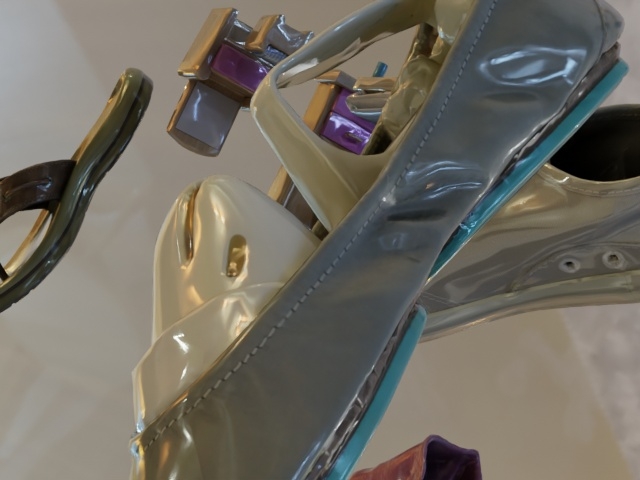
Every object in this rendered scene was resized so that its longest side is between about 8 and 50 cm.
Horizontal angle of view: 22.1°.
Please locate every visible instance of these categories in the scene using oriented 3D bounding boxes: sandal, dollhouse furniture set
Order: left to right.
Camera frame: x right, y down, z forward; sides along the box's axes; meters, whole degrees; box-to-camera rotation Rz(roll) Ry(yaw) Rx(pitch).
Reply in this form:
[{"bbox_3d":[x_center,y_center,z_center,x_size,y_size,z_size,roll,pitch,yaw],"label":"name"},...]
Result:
[{"bbox_3d":[-0.262,-0.045,1.535,0.086,0.302,0.120,35,-21,-17],"label":"sandal"},{"bbox_3d":[0.038,-0.046,1.377,0.286,0.198,0.303,27,-6,-26],"label":"dollhouse furniture set"}]

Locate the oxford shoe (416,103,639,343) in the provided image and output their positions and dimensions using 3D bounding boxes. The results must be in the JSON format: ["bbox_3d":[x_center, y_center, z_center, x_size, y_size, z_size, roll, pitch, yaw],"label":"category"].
[{"bbox_3d":[0.118,-0.016,1.192,0.449,0.169,0.130,-12,-63,29],"label":"oxford shoe"}]

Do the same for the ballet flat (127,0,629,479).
[{"bbox_3d":[0.000,0.000,0.369,0.068,0.213,0.072,41,-37,-3],"label":"ballet flat"}]

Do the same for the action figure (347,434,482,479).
[{"bbox_3d":[0.003,0.239,1.086,0.276,0.248,0.370,39,-28,-25],"label":"action figure"}]
